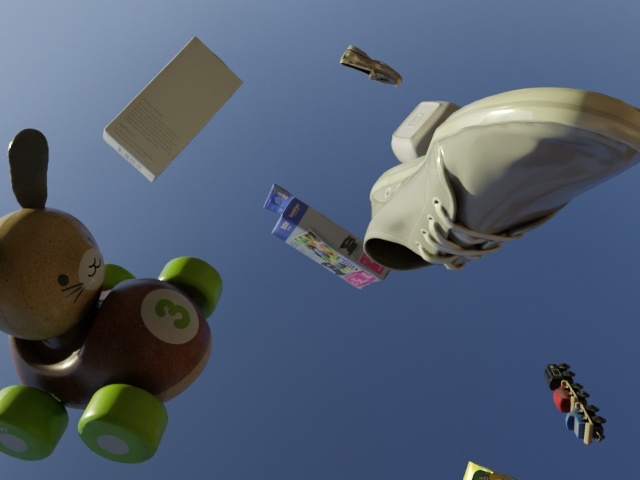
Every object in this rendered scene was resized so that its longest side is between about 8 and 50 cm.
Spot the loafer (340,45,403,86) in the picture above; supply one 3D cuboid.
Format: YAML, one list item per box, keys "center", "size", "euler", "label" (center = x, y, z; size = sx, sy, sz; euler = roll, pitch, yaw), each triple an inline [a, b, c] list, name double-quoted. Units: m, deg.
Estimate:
- center: [0.094, -0.317, 1.079]
  size: [0.125, 0.045, 0.039]
  euler: [36, -96, 15]
  label: "loafer"

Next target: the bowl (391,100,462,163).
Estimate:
- center: [0.198, -0.213, 1.100]
  size: [0.053, 0.142, 0.142]
  euler: [42, -178, -20]
  label: "bowl"

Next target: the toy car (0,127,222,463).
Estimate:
- center: [-0.167, 0.027, 0.385]
  size: [0.148, 0.189, 0.155]
  euler: [-5, -143, 15]
  label: "toy car"

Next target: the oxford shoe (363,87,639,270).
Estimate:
- center: [0.161, -0.037, 0.621]
  size: [0.169, 0.449, 0.130]
  euler: [19, -103, -12]
  label: "oxford shoe"

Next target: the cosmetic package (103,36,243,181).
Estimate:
- center: [-0.256, -0.226, 1.007]
  size: [0.117, 0.085, 0.231]
  euler: [44, -106, -15]
  label: "cosmetic package"

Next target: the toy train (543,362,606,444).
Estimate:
- center: [0.285, 0.180, 0.659]
  size: [0.036, 0.027, 0.158]
  euler: [1, -167, 7]
  label: "toy train"

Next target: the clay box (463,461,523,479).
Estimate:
- center: [0.269, 0.413, 0.852]
  size: [0.222, 0.053, 0.128]
  euler: [28, -102, -26]
  label: "clay box"

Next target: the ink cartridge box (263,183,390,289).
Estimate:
- center: [0.000, 0.000, 1.310]
  size: [0.311, 0.186, 0.065]
  euler: [35, -106, -4]
  label: "ink cartridge box"
